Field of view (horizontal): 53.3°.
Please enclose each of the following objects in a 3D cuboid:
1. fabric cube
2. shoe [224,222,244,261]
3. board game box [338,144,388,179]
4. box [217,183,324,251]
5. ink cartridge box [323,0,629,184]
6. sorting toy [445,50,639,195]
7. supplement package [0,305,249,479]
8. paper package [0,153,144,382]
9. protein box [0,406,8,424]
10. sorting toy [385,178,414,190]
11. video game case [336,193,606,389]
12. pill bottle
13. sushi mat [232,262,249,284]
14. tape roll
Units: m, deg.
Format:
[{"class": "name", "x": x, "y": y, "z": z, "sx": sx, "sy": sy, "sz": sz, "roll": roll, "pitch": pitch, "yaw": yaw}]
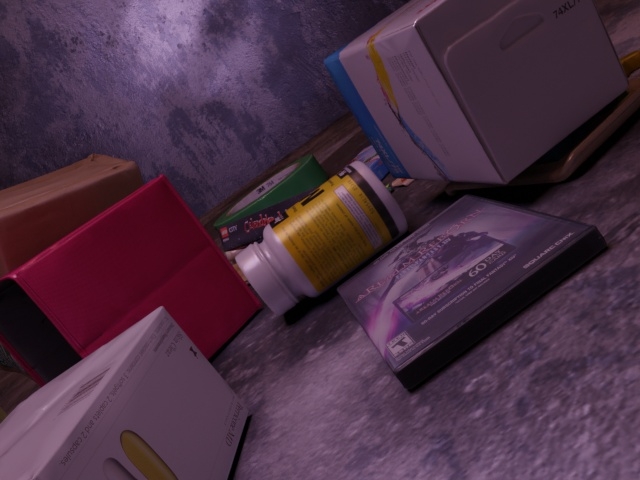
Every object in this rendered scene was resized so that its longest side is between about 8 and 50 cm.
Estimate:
[{"class": "fabric cube", "x": -0.301, "y": 0.099, "z": 0.951, "sx": 0.254, "sy": 0.259, "sz": 0.258, "roll": -22, "pitch": 18, "yaw": 50}, {"class": "shoe", "x": -0.195, "y": 0.009, "z": 1.421, "sx": 0.058, "sy": 0.076, "sz": 0.219, "roll": -33, "pitch": 14, "yaw": -10}, {"class": "board game box", "x": 0.105, "y": -0.161, "z": 1.339, "sx": 0.160, "sy": 0.039, "sz": 0.211, "roll": -22, "pitch": 19, "yaw": 46}, {"class": "box", "x": -0.033, "y": -0.040, "z": 1.058, "sx": 0.233, "sy": 0.044, "sz": 0.159, "roll": -19, "pitch": -5, "yaw": 36}, {"class": "ink cartridge box", "x": 0.171, "y": -0.204, "z": 0.770, "sx": 0.198, "sy": 0.197, "sz": 0.270, "roll": -37, "pitch": 17, "yaw": -11}, {"class": "sorting toy", "x": 0.313, "y": -0.165, "z": 0.797, "sx": 0.307, "sy": 0.041, "sz": 0.229, "roll": -40, "pitch": 13, "yaw": -20}, {"class": "supplement package", "x": -0.200, "y": 0.210, "z": 0.536, "sx": 0.204, "sy": 0.145, "sz": 0.262, "roll": -33, "pitch": 13, "yaw": 13}, {"class": "paper package", "x": -0.454, "y": 0.046, "z": 1.148, "sx": 0.168, "sy": 0.325, "sz": 0.309, "roll": 10, "pitch": 29, "yaw": 37}, {"class": "protein box", "x": -0.727, "y": 0.364, "z": 1.233, "sx": 0.136, "sy": 0.200, "sz": 0.201, "roll": -38, "pitch": 13, "yaw": -10}, {"class": "sorting toy", "x": 0.143, "y": -0.106, "z": 1.095, "sx": 0.083, "sy": 0.012, "sz": 0.062, "roll": -38, "pitch": 13, "yaw": -10}, {"class": "video game case", "x": 0.122, "y": 0.031, "z": 0.628, "sx": 0.196, "sy": 0.026, "sz": 0.274, "roll": -36, "pitch": 13, "yaw": -1}, {"class": "pill bottle", "x": 0.000, "y": 0.000, "z": 0.841, "sx": 0.208, "sy": 0.119, "sz": 0.119, "roll": -36, "pitch": 12, "yaw": -2}, {"class": "sushi mat", "x": -0.217, "y": 0.101, "z": 1.272, "sx": 0.316, "sy": 0.019, "sz": 0.151, "roll": -30, "pitch": 15, "yaw": 26}, {"class": "tape roll", "x": -0.131, "y": -0.106, "z": 1.678, "sx": 0.321, "sy": 0.077, "sz": 0.321, "roll": -33, "pitch": 13, "yaw": 9}]
